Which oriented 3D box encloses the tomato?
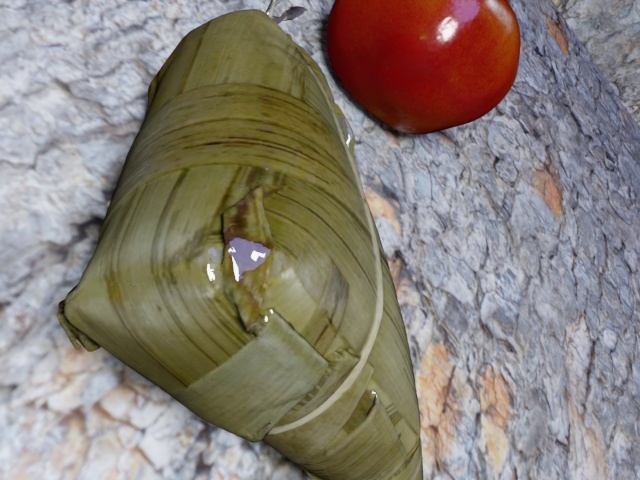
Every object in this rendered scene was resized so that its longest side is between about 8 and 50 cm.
[{"bbox_3d":[0.148,-0.289,0.882,0.298,0.298,0.226,37,87,-24],"label":"tomato"}]

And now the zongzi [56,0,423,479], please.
[{"bbox_3d":[-0.020,0.007,0.651,0.500,0.218,0.467,-91,157,-44],"label":"zongzi"}]
